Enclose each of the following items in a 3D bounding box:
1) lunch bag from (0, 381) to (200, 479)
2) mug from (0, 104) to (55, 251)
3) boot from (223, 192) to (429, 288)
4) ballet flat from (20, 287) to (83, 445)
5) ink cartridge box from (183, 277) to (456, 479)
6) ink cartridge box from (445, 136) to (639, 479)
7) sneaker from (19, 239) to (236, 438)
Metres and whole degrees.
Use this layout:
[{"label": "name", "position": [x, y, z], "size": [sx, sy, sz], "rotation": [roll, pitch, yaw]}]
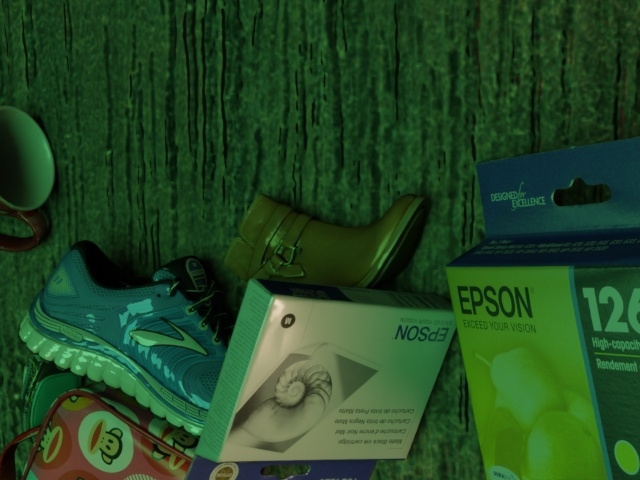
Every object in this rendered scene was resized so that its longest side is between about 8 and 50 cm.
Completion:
[{"label": "lunch bag", "position": [-0.226, 0.294, 1.259], "size": [0.258, 0.120, 0.293], "rotation": [30, 106, 13]}, {"label": "mug", "position": [-0.382, -0.051, 1.295], "size": [0.169, 0.113, 0.150], "rotation": [-13, 90, 28]}, {"label": "boot", "position": [0.000, 0.000, 1.154], "size": [0.152, 0.073, 0.197], "rotation": [42, 109, 18]}, {"label": "ballet flat", "position": [-0.292, 0.130, 1.313], "size": [0.070, 0.070, 0.188], "rotation": [22, 104, 20]}, {"label": "ink cartridge box", "position": [0.002, 0.149, 1.098], "size": [0.045, 0.223, 0.224], "rotation": [39, 116, 49]}, {"label": "ink cartridge box", "position": [0.212, 0.080, 0.979], "size": [0.303, 0.072, 0.307], "rotation": [-5, 100, 66]}, {"label": "sneaker", "position": [-0.130, 0.097, 1.187], "size": [0.330, 0.130, 0.147], "rotation": [23, 96, 7]}]
